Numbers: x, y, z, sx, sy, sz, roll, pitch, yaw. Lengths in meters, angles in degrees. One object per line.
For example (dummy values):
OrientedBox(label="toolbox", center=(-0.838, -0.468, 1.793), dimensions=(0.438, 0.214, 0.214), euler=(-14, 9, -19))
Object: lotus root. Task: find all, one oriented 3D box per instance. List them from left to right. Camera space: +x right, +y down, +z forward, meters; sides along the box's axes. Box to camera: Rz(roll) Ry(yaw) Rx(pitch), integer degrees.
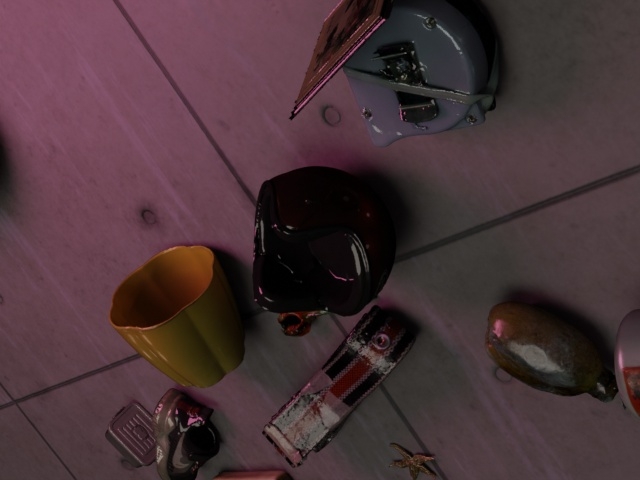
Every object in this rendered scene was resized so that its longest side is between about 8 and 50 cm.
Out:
OrientedBox(label="lotus root", center=(0.303, 0.150, 1.301), dimensions=(0.192, 0.088, 0.113), euler=(27, 149, 15))

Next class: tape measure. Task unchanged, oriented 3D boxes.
OrientedBox(label="tape measure", center=(0.113, -0.208, 1.161), dimensions=(0.182, 0.107, 0.181), euler=(-9, 122, 42))

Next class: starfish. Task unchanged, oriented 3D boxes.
OrientedBox(label="starfish", center=(0.150, 0.360, 1.614), dimensions=(0.092, 0.016, 0.086), euler=(41, 133, 7))

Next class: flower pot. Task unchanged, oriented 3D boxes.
OrientedBox(label="flower pot", center=(-0.215, 0.133, 1.597), dimensions=(0.195, 0.195, 0.179), euler=(0, 134, 35))

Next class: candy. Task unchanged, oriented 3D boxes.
OrientedBox(label="candy", center=(0.010, 0.107, 1.516), dimensions=(0.184, 0.049, 0.055), euler=(-20, 116, 34))

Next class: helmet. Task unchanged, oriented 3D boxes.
OrientedBox(label="helmet", center=(0.000, 0.000, 1.327), dimensions=(0.216, 0.193, 0.189), euler=(39, 140, 20))

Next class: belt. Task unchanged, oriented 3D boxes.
OrientedBox(label="belt", center=(0.026, 0.231, 1.541), dimensions=(0.094, 0.126, 0.359), euler=(46, 130, 11))

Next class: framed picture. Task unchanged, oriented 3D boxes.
OrientedBox(label="framed picture", center=(0.034, -0.252, 1.126), dimensions=(0.010, 0.195, 0.199), euler=(31, 137, -17))

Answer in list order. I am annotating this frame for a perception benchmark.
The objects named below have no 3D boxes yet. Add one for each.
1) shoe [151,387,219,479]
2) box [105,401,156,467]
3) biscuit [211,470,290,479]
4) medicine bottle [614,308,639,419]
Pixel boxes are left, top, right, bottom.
OrientedBox(label="shoe", center=(-0.244, 0.381, 1.854), dimensions=(0.112, 0.099, 0.227), euler=(8, 125, 22))
OrientedBox(label="box", center=(-0.364, 0.388, 1.950), dimensions=(0.122, 0.084, 0.069), euler=(46, 143, -1))
OrientedBox(label="biscuit", center=(-0.131, 0.463, 1.860), dimensions=(0.188, 0.052, 0.056), euler=(-12, 98, 40))
OrientedBox(label="medicine bottle", center=(0.466, 0.139, 1.140), dimensions=(0.225, 0.139, 0.139), euler=(-10, 115, 39))
